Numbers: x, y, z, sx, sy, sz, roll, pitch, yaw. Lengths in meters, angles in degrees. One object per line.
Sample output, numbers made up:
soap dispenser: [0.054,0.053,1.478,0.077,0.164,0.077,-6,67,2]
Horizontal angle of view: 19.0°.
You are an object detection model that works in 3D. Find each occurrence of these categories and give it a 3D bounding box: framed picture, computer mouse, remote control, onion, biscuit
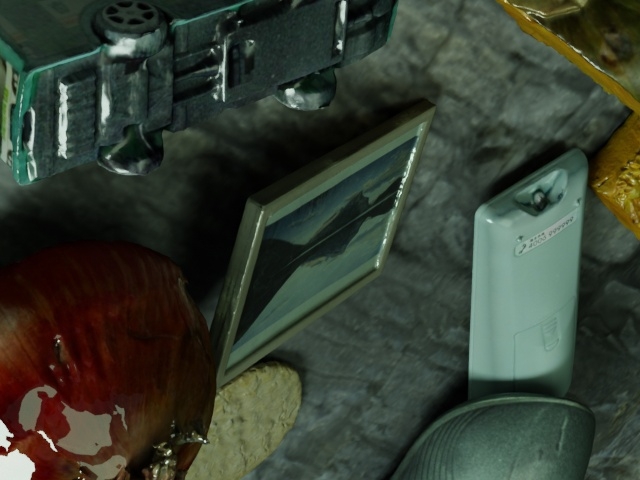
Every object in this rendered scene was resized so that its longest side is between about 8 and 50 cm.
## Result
framed picture: [0.000,0.000,1.252,0.203,0.015,0.150,-32,147,-49]
computer mouse: [0.089,0.267,1.592,0.167,0.090,0.379,25,118,-40]
remote control: [0.168,0.053,1.516,0.103,0.051,0.293,-31,144,-20]
onion: [-0.146,0.116,1.130,0.230,0.163,0.230,-31,153,-18]
biscuit: [-0.059,0.134,1.380,0.120,0.015,0.120,-30,144,-25]

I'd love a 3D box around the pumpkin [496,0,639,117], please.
pumpkin: [0.159,-0.193,1.207,0.280,0.190,0.139,36,100,-14]

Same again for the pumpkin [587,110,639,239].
pumpkin: [0.249,-0.051,1.490,0.074,0.054,0.083,-49,126,-1]

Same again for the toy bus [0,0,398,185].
toy bus: [-0.068,-0.113,1.014,0.261,0.109,0.091,-22,139,-35]
